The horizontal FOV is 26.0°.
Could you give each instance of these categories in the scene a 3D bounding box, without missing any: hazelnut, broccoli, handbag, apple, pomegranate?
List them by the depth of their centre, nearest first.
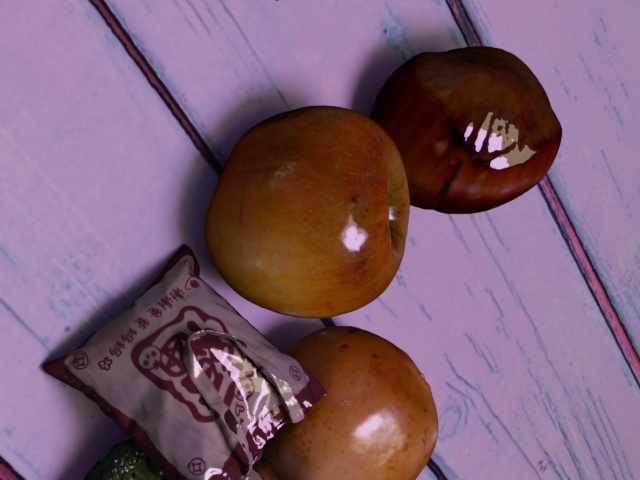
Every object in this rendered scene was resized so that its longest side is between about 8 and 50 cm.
[{"bbox_3d":[-0.134,0.142,1.464,0.213,0.235,0.127,-43,169,-33],"label":"handbag"},{"bbox_3d":[-0.185,0.301,1.490,0.195,0.156,0.195,-52,154,-38],"label":"broccoli"},{"bbox_3d":[-0.015,-0.030,1.522,0.237,0.207,0.237,2,90,-73],"label":"apple"},{"bbox_3d":[0.030,0.210,1.614,0.233,0.233,0.233,-17,115,-41],"label":"pomegranate"},{"bbox_3d":[0.164,-0.126,1.671,0.229,0.229,0.229,-17,115,-41],"label":"hazelnut"}]
